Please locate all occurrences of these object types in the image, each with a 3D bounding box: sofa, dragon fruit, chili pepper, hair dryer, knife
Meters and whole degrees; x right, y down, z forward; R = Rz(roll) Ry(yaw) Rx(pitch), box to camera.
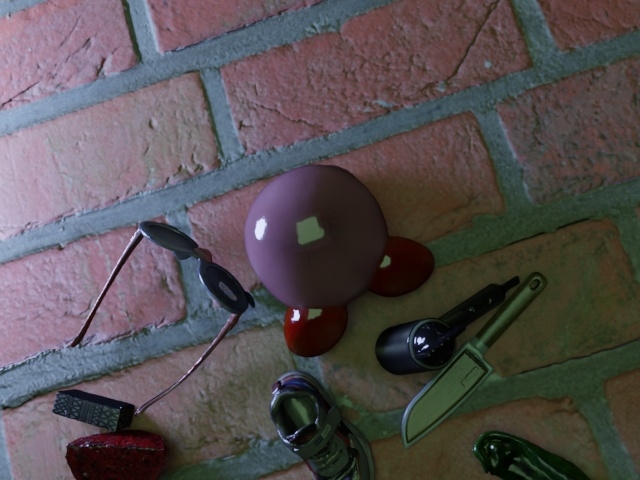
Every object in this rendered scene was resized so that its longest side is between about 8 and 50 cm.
[{"bbox_3d":[-0.371,0.277,1.191,0.117,0.060,0.039,13,87,11],"label":"sofa"},{"bbox_3d":[-0.316,0.359,1.161,0.162,0.083,0.106,0,100,-1],"label":"dragon fruit"},{"bbox_3d":[0.337,0.364,1.050,0.257,0.074,0.100,36,89,19],"label":"chili pepper"},{"bbox_3d":[0.214,0.111,1.079,0.248,0.195,0.078,-32,88,-19],"label":"hair dryer"},{"bbox_3d":[0.238,0.187,1.122,0.061,0.027,0.343,43,88,11],"label":"knife"}]

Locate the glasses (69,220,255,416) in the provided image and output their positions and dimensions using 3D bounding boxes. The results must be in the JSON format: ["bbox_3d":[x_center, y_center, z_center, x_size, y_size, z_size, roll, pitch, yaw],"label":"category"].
[{"bbox_3d":[-0.267,0.121,1.207,0.234,0.118,0.268,40,102,13],"label":"glasses"}]

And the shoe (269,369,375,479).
[{"bbox_3d":[-0.002,0.293,1.092,0.099,0.125,0.228,-37,74,-2],"label":"shoe"}]

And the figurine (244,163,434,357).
[{"bbox_3d":[0.003,0.005,1.104,0.269,0.211,0.261,-33,75,1],"label":"figurine"}]
